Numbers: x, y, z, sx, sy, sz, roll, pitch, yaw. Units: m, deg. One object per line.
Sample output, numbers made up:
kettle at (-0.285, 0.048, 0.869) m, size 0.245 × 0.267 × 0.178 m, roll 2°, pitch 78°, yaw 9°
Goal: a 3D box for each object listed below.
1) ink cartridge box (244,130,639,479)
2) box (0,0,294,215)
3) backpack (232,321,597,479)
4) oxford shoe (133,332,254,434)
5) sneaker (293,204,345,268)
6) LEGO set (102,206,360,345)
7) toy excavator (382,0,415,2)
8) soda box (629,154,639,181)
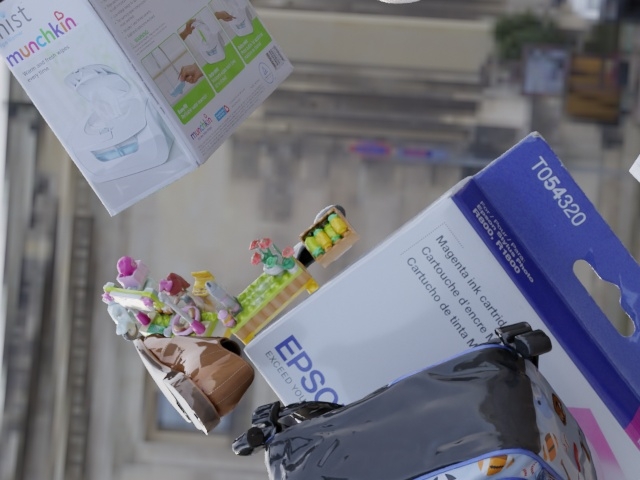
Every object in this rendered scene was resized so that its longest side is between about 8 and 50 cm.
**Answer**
ink cartridge box at (0.156, 0.126, 1.727) m, size 0.324 × 0.330 × 0.071 m, roll 52°, pitch -167°, yaw -2°
box at (-0.171, -0.192, 1.868) m, size 0.231 × 0.126 × 0.262 m, roll 55°, pitch -150°, yaw -12°
backpack at (0.113, 0.220, 1.571) m, size 0.263 × 0.276 × 0.213 m, roll 36°, pitch -139°, yaw -54°
oxford shoe at (-0.107, 0.113, 1.692) m, size 0.076 × 0.076 × 0.212 m, roll 56°, pitch 167°, yaw -20°
sneaker at (0.000, 0.000, 2.029) m, size 0.083 × 0.031 × 0.035 m, roll -53°, pitch 14°, yaw 9°
LEGO set at (-0.107, 0.038, 1.877) m, size 0.107 × 0.287 × 0.132 m, roll 44°, pitch -139°, yaw -39°
toy excavator at (0.280, -0.374, 1.703) m, size 0.445 × 0.432 × 0.222 m, roll -54°, pitch -44°, yaw -39°
soda box at (0.400, -0.037, 1.801) m, size 0.074 × 0.216 × 0.069 m, roll -57°, pitch 23°, yaw 14°
